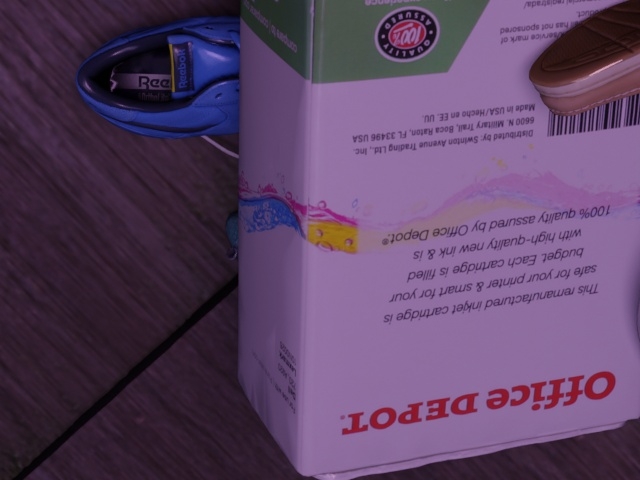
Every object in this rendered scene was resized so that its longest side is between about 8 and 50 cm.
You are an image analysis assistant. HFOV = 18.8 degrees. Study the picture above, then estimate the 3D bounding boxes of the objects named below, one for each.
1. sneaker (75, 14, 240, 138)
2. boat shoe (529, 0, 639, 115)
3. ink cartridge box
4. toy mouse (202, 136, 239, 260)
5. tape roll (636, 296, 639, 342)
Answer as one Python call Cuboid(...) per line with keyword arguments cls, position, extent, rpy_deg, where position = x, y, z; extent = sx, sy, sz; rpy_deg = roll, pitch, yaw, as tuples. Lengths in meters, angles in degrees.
Cuboid(cls="sneaker", position=(-0.032, -0.091, 1.053), extent=(0.209, 0.082, 0.069), rpy_deg=(-5, 89, 16))
Cuboid(cls="boat shoe", position=(0.178, -0.089, 0.910), extent=(0.170, 0.063, 0.059), rpy_deg=(-24, 116, -15))
Cuboid(cls="ink cartridge box", position=(0.066, -0.036, 0.993), extent=(0.201, 0.117, 0.278), rpy_deg=(-8, 116, -20))
Cuboid(cls="toy mouse", position=(0.000, 0.000, 1.120), extent=(0.161, 0.031, 0.143), rpy_deg=(0, 113, 15))
Cuboid(cls="tape roll", position=(0.271, 0.045, 0.954), extent=(0.219, 0.072, 0.219), rpy_deg=(22, 148, 14))
